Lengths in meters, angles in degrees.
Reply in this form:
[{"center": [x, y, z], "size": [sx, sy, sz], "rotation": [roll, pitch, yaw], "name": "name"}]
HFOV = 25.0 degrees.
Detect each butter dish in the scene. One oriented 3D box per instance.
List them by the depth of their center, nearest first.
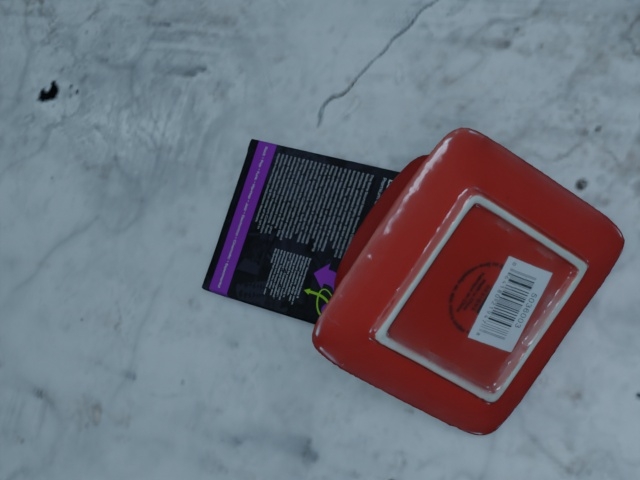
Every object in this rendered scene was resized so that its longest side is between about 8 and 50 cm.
[{"center": [0.075, 0.015, 0.890], "size": [0.160, 0.160, 0.118], "rotation": [-57, 30, 6], "name": "butter dish"}]

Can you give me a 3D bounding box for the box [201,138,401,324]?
[{"center": [0.000, 0.000, 1.003], "size": [0.162, 0.029, 0.116], "rotation": [15, 85, 38], "name": "box"}]
